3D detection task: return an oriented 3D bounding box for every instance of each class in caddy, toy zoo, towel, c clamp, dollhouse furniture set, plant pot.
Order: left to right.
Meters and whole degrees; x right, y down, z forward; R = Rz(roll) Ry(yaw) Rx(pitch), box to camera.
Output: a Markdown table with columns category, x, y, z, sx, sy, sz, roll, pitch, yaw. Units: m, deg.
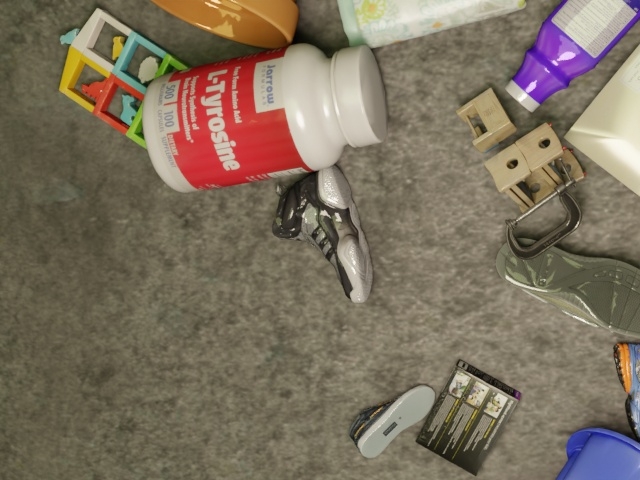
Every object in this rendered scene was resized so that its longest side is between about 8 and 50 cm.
| category | x | y | z | sx | sy | sz | roll | pitch | yaw |
| --- | --- | --- | --- | --- | --- | --- | --- | --- | --- |
| toy zoo | -0.407 | -0.334 | 1.826 | 0.293 | 0.030 | 0.192 | 33 | 107 | 11 |
| plant pot | -0.155 | -0.491 | 1.606 | 0.291 | 0.291 | 0.203 | 18 | 87 | 14 |
| towel | 0.163 | -0.549 | 1.576 | 0.320 | 0.090 | 0.374 | -11 | 95 | 20 |
| dollhouse furniture set | 0.351 | -0.170 | 1.578 | 0.129 | 0.129 | 0.184 | -33 | 58 | 19 |
| c clamp | 0.372 | -0.045 | 1.517 | 0.160 | 0.022 | 0.137 | -41 | 120 | 6 |
| caddy | 0.546 | 0.470 | 1.536 | 0.341 | 0.179 | 0.241 | 41 | 150 | 18 |

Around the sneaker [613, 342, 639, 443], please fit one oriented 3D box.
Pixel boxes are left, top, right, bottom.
| category | x | y | z | sx | sy | sz | roll | pitch | yaw |
| --- | --- | --- | --- | --- | --- | --- | --- | --- | --- |
| sneaker | 0.580 | 0.283 | 1.583 | 0.087 | 0.083 | 0.221 | -13 | 98 | 12 |

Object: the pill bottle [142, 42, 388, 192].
| category | x | y | z | sx | sy | sz | roll | pitch | yaw |
| --- | --- | --- | --- | --- | --- | --- | --- | --- | --- |
| pill bottle | -0.096 | -0.227 | 1.639 | 0.407 | 0.229 | 0.229 | -9 | 96 | 19 |

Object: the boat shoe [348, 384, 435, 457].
| category | x | y | z | sx | sy | sz | roll | pitch | yaw |
| --- | --- | --- | --- | --- | --- | --- | --- | --- | --- |
| boat shoe | 0.133 | 0.334 | 1.744 | 0.183 | 0.083 | 0.065 | -40 | 115 | -6 |

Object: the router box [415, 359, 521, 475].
| category | x | y | z | sx | sy | sz | roll | pitch | yaw |
| --- | --- | --- | --- | --- | --- | --- | --- | --- | --- |
| router box | 0.277 | 0.335 | 1.705 | 0.133 | 0.046 | 0.179 | 29 | 107 | 11 |

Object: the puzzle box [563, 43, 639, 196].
| category | x | y | z | sx | sy | sz | roll | pitch | yaw |
| --- | --- | --- | --- | --- | --- | --- | --- | --- | --- |
| puzzle box | 0.640 | -0.249 | 1.489 | 0.272 | 0.052 | 0.409 | 40 | 108 | 8 |

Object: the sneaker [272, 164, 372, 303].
| category | x | y | z | sx | sy | sz | roll | pitch | yaw |
| --- | --- | --- | --- | --- | --- | --- | --- | --- | --- |
| sneaker | 0.000 | 0.000 | 1.715 | 0.153 | 0.101 | 0.268 | -16 | 88 | 20 |

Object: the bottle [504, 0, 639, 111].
| category | x | y | z | sx | sy | sz | roll | pitch | yaw |
| --- | --- | --- | --- | --- | --- | --- | --- | --- | --- |
| bottle | 0.431 | -0.343 | 1.520 | 0.118 | 0.092 | 0.283 | 43 | 109 | 8 |

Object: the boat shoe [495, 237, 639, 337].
| category | x | y | z | sx | sy | sz | roll | pitch | yaw |
| --- | --- | --- | --- | --- | --- | --- | --- | --- | --- |
| boat shoe | 0.461 | 0.083 | 1.586 | 0.320 | 0.103 | 0.118 | 18 | 87 | 9 |
